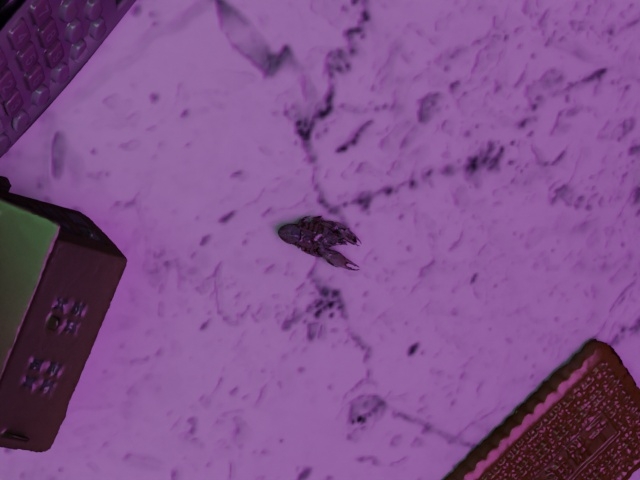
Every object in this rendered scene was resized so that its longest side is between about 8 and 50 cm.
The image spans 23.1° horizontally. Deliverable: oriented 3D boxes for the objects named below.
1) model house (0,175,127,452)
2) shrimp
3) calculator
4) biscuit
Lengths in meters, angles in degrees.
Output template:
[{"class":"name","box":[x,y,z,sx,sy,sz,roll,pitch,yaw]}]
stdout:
[{"class":"model house","box":[-0.306,0.028,1.169,0.248,0.176,0.180,19,98,-37]},{"class":"shrimp","box":[0.003,-0.002,1.416,0.092,0.029,0.038,26,86,-38]},{"class":"calculator","box":[-0.196,-0.174,1.160,0.043,0.194,0.294,34,75,7]},{"class":"biscuit","box":[0.245,0.236,1.629,0.254,0.029,0.172,-43,121,-8]}]
